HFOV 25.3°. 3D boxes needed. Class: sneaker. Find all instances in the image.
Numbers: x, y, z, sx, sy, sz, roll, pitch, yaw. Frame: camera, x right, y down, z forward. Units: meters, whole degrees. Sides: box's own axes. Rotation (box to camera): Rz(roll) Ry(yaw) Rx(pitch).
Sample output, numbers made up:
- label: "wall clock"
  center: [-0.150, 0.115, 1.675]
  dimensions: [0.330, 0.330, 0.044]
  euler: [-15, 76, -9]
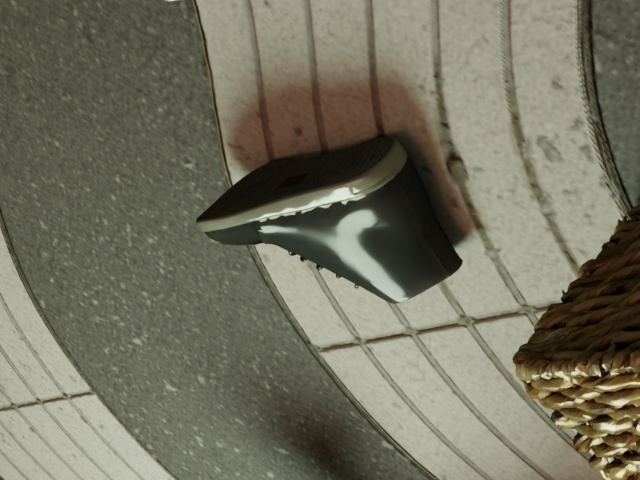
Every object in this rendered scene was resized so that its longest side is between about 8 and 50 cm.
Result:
- label: "sneaker"
  center: [0.000, 0.000, 1.113]
  dimensions: [0.222, 0.083, 0.118]
  euler: [-9, 120, 47]

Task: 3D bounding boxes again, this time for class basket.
- label: "basket"
  center: [0.287, 0.078, 0.804]
  dimensions: [0.223, 0.213, 0.299]
  euler: [50, 144, -8]
